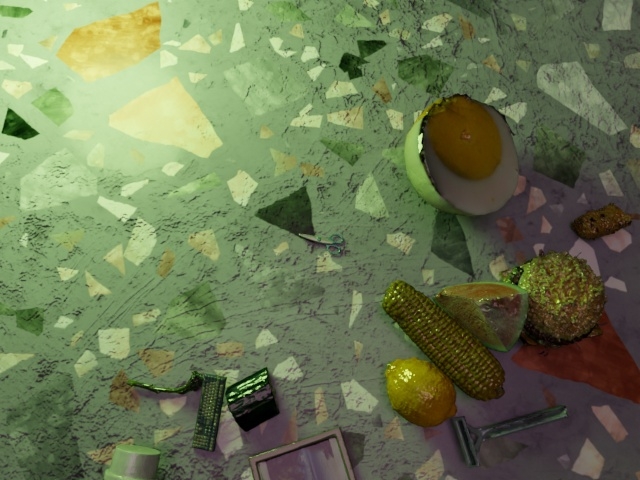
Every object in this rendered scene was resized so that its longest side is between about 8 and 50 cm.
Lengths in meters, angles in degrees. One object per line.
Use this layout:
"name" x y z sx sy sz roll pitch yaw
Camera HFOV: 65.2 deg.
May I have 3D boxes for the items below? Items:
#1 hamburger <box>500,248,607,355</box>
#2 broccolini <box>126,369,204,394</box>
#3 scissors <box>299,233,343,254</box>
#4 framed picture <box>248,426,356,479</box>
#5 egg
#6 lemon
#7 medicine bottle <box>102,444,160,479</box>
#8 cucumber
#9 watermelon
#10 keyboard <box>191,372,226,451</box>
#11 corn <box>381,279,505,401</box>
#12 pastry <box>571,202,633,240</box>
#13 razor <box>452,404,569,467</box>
"hamburger" 0.577 0.147 1.223 0.243 0.139 0.262 -11 73 -3
"broccolini" -0.374 0.353 1.211 0.194 0.054 0.052 -6 92 0
"scissors" 0.000 0.000 1.330 0.119 0.014 0.058 14 73 0
"framed picture" -0.015 0.618 1.139 0.232 0.024 0.315 -17 75 -7
"egg" 0.337 -0.197 1.294 0.337 0.201 0.337 6 75 -23
"lemon" 0.228 0.349 1.160 0.187 0.142 0.142 36 76 22
"medicine bottle" -0.429 0.583 1.088 0.147 0.147 0.247 9 73 3
"cucumber" -0.158 0.379 1.193 0.115 0.062 0.116 -27 74 -4
"watermelon" 0.397 0.185 1.213 0.128 0.231 0.146 -16 99 -26
"keyboard" -0.263 0.407 1.186 0.055 0.014 0.176 10 88 6
"corn" 0.295 0.237 1.204 0.120 0.120 0.363 -43 80 -12
"pastry" 0.745 -0.048 1.325 0.140 0.056 0.080 -25 63 -5
"razor" 0.455 0.441 1.185 0.277 0.056 0.111 -12 72 -11
